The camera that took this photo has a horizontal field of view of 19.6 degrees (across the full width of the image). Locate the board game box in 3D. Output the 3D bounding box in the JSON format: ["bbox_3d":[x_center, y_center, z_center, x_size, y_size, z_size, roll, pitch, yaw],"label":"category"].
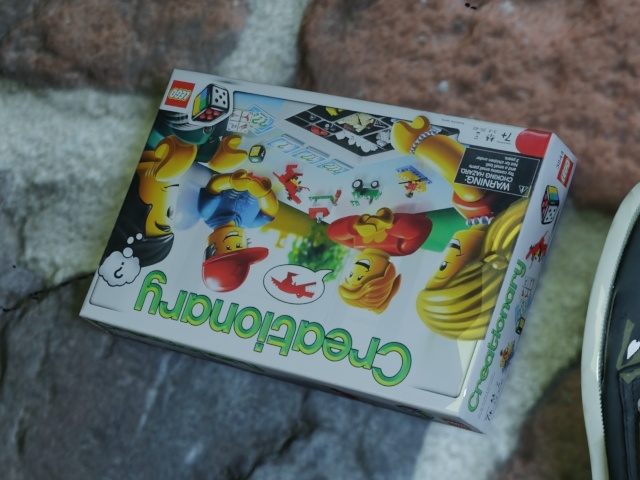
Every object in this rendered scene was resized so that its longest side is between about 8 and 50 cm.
[{"bbox_3d":[0.000,0.000,1.241,0.305,0.053,0.193,12,76,31],"label":"board game box"}]

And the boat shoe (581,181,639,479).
[{"bbox_3d":[0.211,0.131,1.024,0.113,0.127,0.340,-2,71,37],"label":"boat shoe"}]
